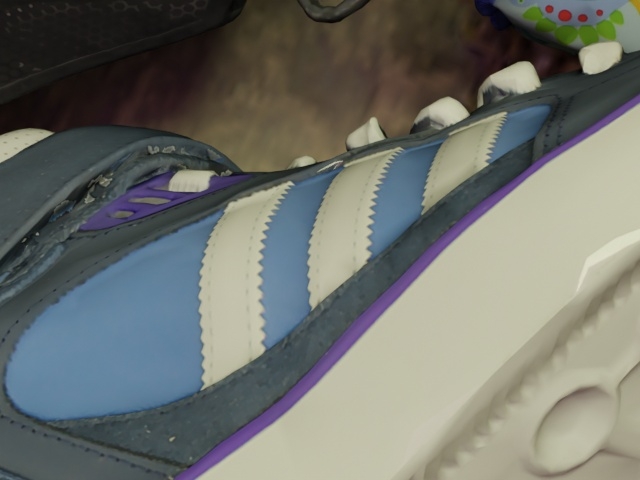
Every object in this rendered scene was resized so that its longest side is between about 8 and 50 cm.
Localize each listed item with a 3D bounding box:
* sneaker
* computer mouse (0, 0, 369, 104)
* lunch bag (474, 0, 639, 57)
[{"bbox_3d":[0.000,0.001,0.439,0.323,0.130,0.236,-35,42,-8],"label":"sneaker"},{"bbox_3d":[-0.083,-0.109,0.482,0.272,0.072,0.188,-21,45,11],"label":"computer mouse"},{"bbox_3d":[0.129,-0.116,0.480,0.129,0.096,0.151,19,97,7],"label":"lunch bag"}]
